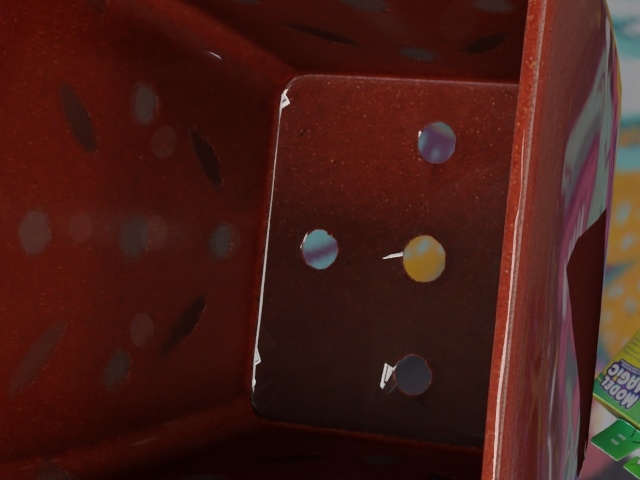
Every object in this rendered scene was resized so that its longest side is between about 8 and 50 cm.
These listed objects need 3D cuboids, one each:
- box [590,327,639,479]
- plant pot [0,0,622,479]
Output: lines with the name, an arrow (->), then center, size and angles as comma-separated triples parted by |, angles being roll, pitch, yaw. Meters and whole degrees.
box -> 0.252, 0.077, 1.315 | 0.043, 0.179, 0.105 | 40, 178, -28
plant pot -> 0.000, 0.000, 0.849 | 0.267, 0.267, 0.236 | 5, 179, 26
